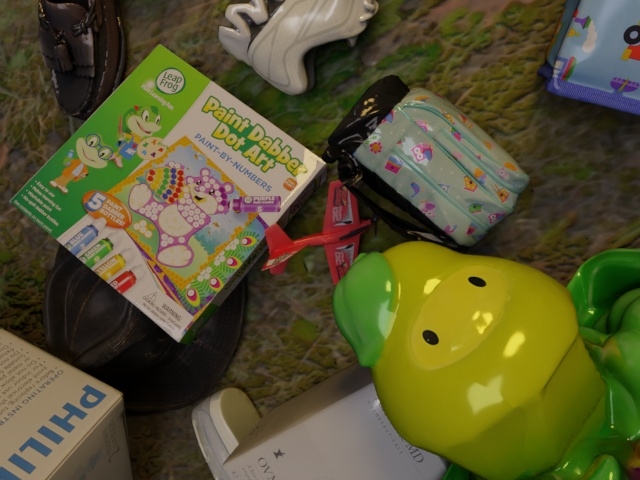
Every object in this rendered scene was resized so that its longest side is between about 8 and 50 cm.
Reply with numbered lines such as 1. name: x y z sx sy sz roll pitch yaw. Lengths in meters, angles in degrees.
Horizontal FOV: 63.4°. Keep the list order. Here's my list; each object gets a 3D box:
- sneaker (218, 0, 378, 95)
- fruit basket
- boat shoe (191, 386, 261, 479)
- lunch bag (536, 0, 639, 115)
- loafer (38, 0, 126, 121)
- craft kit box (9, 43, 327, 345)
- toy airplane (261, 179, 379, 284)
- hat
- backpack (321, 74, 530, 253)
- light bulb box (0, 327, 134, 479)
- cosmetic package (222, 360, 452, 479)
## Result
1. sneaker: 0.025 -0.275 0.520 0.118 0.110 0.292 45 118 -1
2. fruit basket: 0.187 0.132 0.387 0.392 0.283 0.392 0 90 -20
3. boat shoe: -0.096 0.303 0.669 0.081 0.079 0.227 -29 84 29
4. lunch bag: 0.356 -0.187 0.389 0.293 0.138 0.221 20 118 10
5. loafer: -0.298 -0.298 0.618 0.109 0.095 0.302 14 103 16
6. craft kit box: -0.163 -0.057 0.581 0.250 0.061 0.246 36 76 9
7. toy airplane: 0.000 0.000 0.565 0.028 0.151 0.151 48 114 44
8. hat: -0.258 0.092 0.652 0.331 0.134 0.331 3 100 17
9. backpack: 0.105 -0.074 0.501 0.182 0.152 0.115 39 118 -4
10. light bulb box: -0.439 0.289 0.633 0.361 0.225 0.358 23 131 13
11. cosmetic package: 0.057 0.266 0.575 0.224 0.138 0.224 -35 87 19
